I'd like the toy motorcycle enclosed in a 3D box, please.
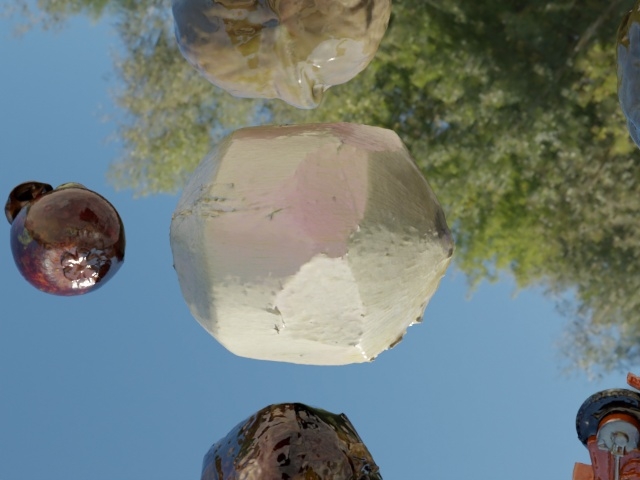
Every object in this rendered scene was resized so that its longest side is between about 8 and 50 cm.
[{"bbox_3d":[0.375,0.300,1.035,0.221,0.326,0.148,8,-157,16],"label":"toy motorcycle"}]

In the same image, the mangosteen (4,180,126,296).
[{"bbox_3d":[-0.330,-0.017,1.271,0.146,0.156,0.181,-17,-143,7],"label":"mangosteen"}]

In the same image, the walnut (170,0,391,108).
[{"bbox_3d":[-0.043,-0.263,1.073,0.248,0.248,0.248,23,-153,-12],"label":"walnut"}]

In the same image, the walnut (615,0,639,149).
[{"bbox_3d":[0.444,-0.171,1.039,0.283,0.227,0.283,21,-143,-16],"label":"walnut"}]

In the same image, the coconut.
[{"bbox_3d":[0.000,0.002,0.845,0.230,0.227,0.227,1,-162,21],"label":"coconut"}]

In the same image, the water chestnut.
[{"bbox_3d":[-0.052,0.410,1.310,0.335,0.347,0.335,56,-176,-5],"label":"water chestnut"}]
